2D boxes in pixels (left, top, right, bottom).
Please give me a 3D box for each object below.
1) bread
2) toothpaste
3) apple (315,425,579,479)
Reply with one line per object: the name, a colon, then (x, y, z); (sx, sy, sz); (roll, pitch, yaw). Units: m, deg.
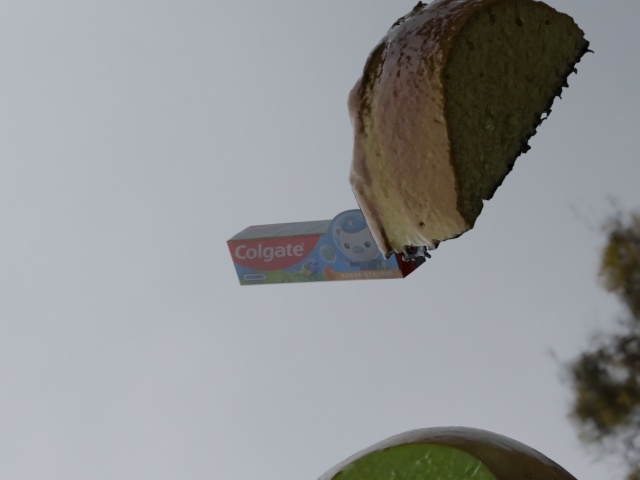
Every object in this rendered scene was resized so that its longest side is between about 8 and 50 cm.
bread: (0.103, -0.120, 1.368); (0.134, 0.129, 0.260); (43, -118, -23)
toothpaste: (0.000, 0.000, 1.566); (0.044, 0.193, 0.070); (-35, -66, -48)
apple: (0.119, 0.357, 1.693); (0.384, 0.374, 0.374); (-2, -120, -21)
